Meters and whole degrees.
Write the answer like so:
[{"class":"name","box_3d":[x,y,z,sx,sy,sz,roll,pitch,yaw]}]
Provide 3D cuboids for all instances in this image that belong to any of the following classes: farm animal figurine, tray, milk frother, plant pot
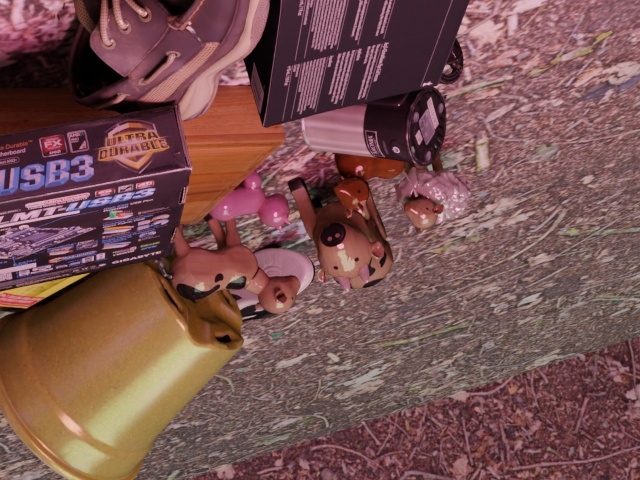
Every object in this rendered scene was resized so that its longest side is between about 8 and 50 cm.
[{"class":"farm animal figurine","box_3d":[0.000,0.000,1.856,0.330,0.172,0.327,-27,161,24]},{"class":"tray","box_3d":[-0.260,-0.076,1.531,0.411,0.076,0.203,-6,158,-38]},{"class":"milk frother","box_3d":[0.070,-0.159,1.597,0.135,0.129,0.143,10,-148,31]},{"class":"plant pot","box_3d":[-0.245,0.138,1.935,0.254,0.276,0.276,-38,157,19]}]

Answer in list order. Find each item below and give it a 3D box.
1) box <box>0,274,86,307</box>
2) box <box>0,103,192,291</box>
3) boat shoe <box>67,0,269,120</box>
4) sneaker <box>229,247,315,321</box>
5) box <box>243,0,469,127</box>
[{"class":"box","box_3d":[-0.296,0.007,1.761,0.232,0.058,0.087,-27,162,24]},{"class":"box","box_3d":[-0.276,-0.024,1.394,0.296,0.073,0.293,-12,165,-12]},{"class":"boat shoe","box_3d":[-0.135,-0.188,1.228,0.130,0.132,0.355,-12,160,-22]},{"class":"sneaker","box_3d":[-0.067,0.061,2.148,0.217,0.079,0.121,-22,167,37]},{"class":"box","box_3d":[0.030,-0.217,1.356,0.184,0.103,0.261,-12,161,-11]}]
